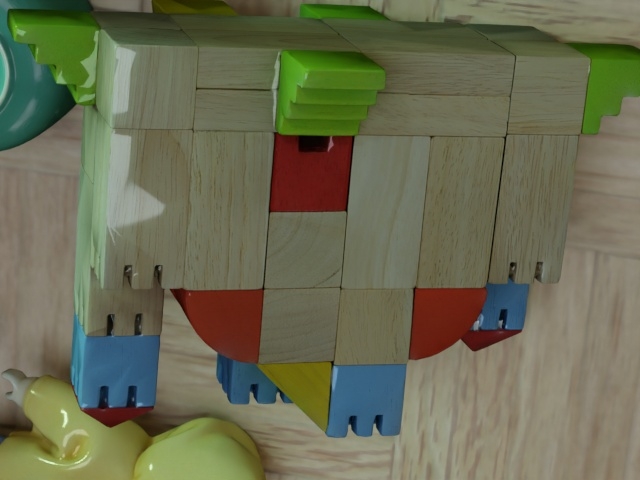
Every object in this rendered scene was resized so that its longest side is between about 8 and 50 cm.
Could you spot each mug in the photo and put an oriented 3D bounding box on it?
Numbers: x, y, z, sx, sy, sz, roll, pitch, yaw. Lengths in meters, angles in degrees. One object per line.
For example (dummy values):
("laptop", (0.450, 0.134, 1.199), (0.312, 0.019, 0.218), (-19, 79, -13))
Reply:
("mug", (-0.223, -0.110, 1.188), (0.129, 0.097, 0.157), (10, 110, 8))

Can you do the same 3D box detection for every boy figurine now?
("boy figurine", (-0.178, 0.169, 1.278), (0.285, 0.092, 0.177), (-9, 106, 14))

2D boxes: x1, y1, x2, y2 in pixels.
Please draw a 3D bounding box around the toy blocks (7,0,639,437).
("toy blocks", (0.000, 0.000, 1.111), (0.381, 0.191, 0.261), (0, 108, -16))
